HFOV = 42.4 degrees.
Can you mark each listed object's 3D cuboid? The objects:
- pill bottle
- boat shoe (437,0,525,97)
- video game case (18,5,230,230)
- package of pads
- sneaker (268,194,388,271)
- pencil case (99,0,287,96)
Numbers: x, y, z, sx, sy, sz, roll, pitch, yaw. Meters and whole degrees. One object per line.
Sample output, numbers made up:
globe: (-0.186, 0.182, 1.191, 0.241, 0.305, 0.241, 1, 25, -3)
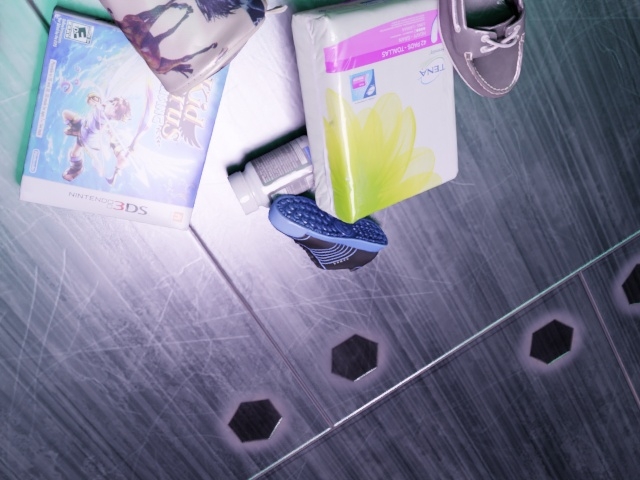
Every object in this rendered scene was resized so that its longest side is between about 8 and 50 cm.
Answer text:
pill bottle: (-0.066, -0.096, 1.245, 0.137, 0.078, 0.078, -26, 116, -4)
boat shoe: (0.215, -0.336, 1.101, 0.112, 0.095, 0.335, -23, 118, -7)
video game case: (-0.277, -0.165, 1.169, 0.244, 0.061, 0.270, 10, 109, -20)
package of pads: (0.089, -0.200, 1.194, 0.229, 0.101, 0.297, -23, 118, -32)
sneaker: (0.000, 0.000, 1.275, 0.232, 0.081, 0.090, 17, 128, -39)
pencil case: (-0.230, -0.390, 1.004, 0.183, 0.160, 0.410, -41, 109, -14)
